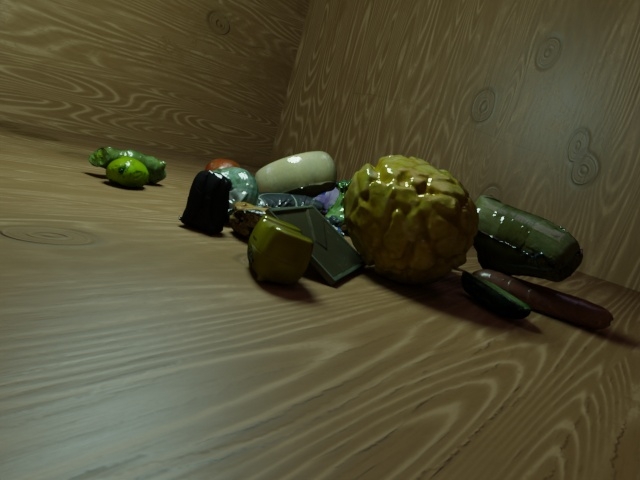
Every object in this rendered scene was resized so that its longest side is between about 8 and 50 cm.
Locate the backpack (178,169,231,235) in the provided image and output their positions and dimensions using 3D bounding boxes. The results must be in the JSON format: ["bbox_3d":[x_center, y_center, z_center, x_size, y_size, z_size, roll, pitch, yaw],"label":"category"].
[{"bbox_3d":[-0.304,-0.106,1.502,0.119,0.165,0.106,22,1,12],"label":"backpack"}]

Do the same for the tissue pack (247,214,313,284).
[{"bbox_3d":[-0.095,0.026,1.214,0.123,0.127,0.178,19,9,-21],"label":"tissue pack"}]

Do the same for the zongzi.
[{"bbox_3d":[0.649,0.071,1.738,0.356,0.174,0.393,32,-23,43],"label":"zongzi"}]

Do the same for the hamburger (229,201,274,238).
[{"bbox_3d":[-0.156,-0.048,1.578,0.230,0.107,0.231,12,12,-2],"label":"hamburger"}]

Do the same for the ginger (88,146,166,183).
[{"bbox_3d":[-0.677,-0.268,1.947,0.289,0.137,0.089,1,47,-44],"label":"ginger"}]

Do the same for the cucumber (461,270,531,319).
[{"bbox_3d":[0.485,0.162,1.510,0.115,0.063,0.244,21,8,-17],"label":"cucumber"}]

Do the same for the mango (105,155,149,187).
[{"bbox_3d":[-0.643,-0.229,1.839,0.119,0.100,0.178,13,-1,9],"label":"mango"}]

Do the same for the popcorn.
[{"bbox_3d":[0.231,-0.057,1.520,0.353,0.344,0.390,18,17,-11],"label":"popcorn"}]

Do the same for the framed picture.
[{"bbox_3d":[0.000,0.000,1.462,0.247,0.022,0.335,47,16,8],"label":"framed picture"}]

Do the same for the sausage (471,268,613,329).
[{"bbox_3d":[0.661,0.173,1.666,0.432,0.088,0.088,18,10,21],"label":"sausage"}]

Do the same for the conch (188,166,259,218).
[{"bbox_3d":[-0.294,-0.142,1.728,0.277,0.195,0.220,38,11,-48],"label":"conch"}]

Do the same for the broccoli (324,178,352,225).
[{"bbox_3d":[0.138,-0.113,2.122,0.269,0.254,0.269,-22,10,4],"label":"broccoli"}]

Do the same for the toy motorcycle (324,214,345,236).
[{"bbox_3d":[0.003,-0.038,1.802,0.150,0.102,0.221,38,17,8],"label":"toy motorcycle"}]

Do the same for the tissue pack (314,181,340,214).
[{"bbox_3d":[0.064,-0.204,2.598,0.338,0.160,0.242,23,12,35],"label":"tissue pack"}]

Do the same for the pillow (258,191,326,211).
[{"bbox_3d":[-0.141,-0.130,2.028,0.334,0.093,0.161,2,3,-34],"label":"pillow"}]

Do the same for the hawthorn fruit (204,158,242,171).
[{"bbox_3d":[-0.342,-0.198,1.934,0.189,0.189,0.189,15,10,-3],"label":"hawthorn fruit"}]

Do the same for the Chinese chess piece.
[{"bbox_3d":[-0.098,-0.245,2.210,0.337,0.141,0.338,-15,-5,-1],"label":"Chinese chess piece"}]
